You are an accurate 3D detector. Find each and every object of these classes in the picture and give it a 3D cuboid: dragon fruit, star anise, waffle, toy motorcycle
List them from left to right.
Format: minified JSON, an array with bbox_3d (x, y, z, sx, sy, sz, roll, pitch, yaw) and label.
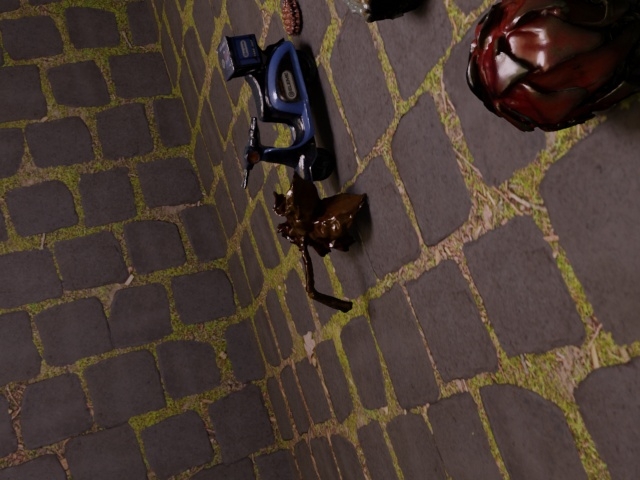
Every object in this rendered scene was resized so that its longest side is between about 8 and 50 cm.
[{"bbox_3d":[-0.099,-0.275,1.624,0.125,0.213,0.358,162,94,-70],"label":"toy motorcycle"},{"bbox_3d":[-0.067,-0.500,1.655,0.083,0.029,0.075,116,139,-66],"label":"waffle"},{"bbox_3d":[0.005,-0.002,1.593,0.237,0.148,0.346,-7,110,27],"label":"star anise"},{"bbox_3d":[0.250,-0.201,0.795,0.188,0.182,0.182,120,132,-65],"label":"dragon fruit"}]

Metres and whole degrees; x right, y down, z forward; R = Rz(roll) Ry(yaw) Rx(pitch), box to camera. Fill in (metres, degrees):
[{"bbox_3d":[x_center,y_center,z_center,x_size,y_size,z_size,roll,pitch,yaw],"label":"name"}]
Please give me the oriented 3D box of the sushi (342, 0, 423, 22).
[{"bbox_3d":[0.092,-0.449,1.116,0.136,0.126,0.225,-124,26,-43],"label":"sushi"}]
